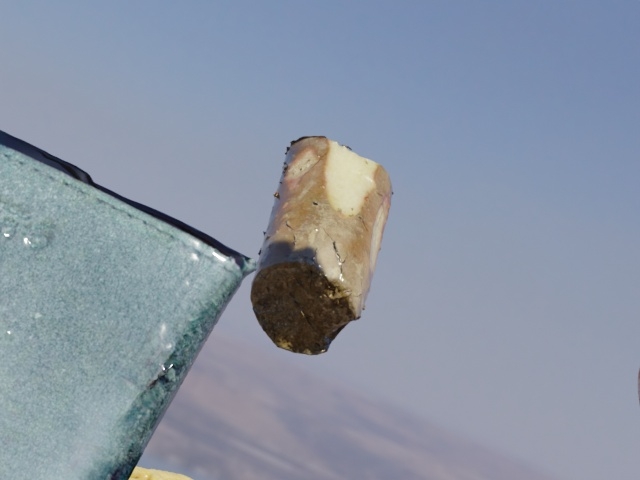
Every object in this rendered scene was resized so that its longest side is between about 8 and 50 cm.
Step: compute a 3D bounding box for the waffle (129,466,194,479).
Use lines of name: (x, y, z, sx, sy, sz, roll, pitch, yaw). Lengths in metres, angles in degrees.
waffle: (-0.105, 0.133, 0.930, 0.153, 0.023, 0.097, 15, 6, -34)

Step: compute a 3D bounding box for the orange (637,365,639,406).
orange: (0.385, 0.154, 1.661, 0.219, 0.193, 0.219, 52, 3, -4)

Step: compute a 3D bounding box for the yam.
yam: (0.000, 0.001, 2.029, 0.129, 0.238, 0.128, 0, -48, 16)

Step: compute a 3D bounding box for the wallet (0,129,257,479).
wallet: (-0.201, 0.128, 0.894, 0.191, 0.379, 0.046, 26, -16, 6)
